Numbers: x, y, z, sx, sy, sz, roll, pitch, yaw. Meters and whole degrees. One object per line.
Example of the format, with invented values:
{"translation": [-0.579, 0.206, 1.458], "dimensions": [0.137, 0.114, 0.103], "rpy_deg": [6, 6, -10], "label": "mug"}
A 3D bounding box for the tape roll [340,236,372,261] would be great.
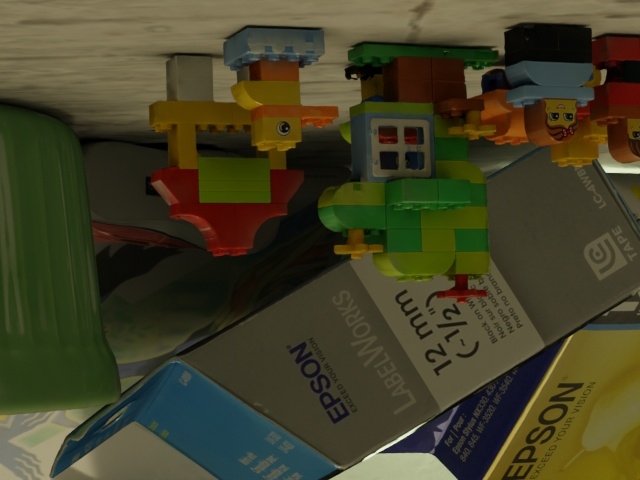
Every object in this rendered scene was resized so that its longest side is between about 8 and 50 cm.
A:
{"translation": [0.000, 0.000, 1.396], "dimensions": [0.321, 0.077, 0.321], "rpy_deg": [-3, 177, 0], "label": "tape roll"}

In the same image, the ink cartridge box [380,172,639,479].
{"translation": [0.225, 0.080, 1.348], "dimensions": [0.307, 0.303, 0.072], "rpy_deg": [-2, -139, -34], "label": "ink cartridge box"}

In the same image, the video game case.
{"translation": [-0.150, 0.087, 1.163], "dimensions": [0.300, 0.329, 0.036], "rpy_deg": [-1, -143, -25], "label": "video game case"}

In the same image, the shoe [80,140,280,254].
{"translation": [-0.109, -0.026, 1.026], "dimensions": [0.081, 0.063, 0.178], "rpy_deg": [-3, 172, 41], "label": "shoe"}

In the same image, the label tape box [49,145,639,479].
{"translation": [0.011, 0.086, 1.042], "dimensions": [0.348, 0.115, 0.249], "rpy_deg": [-31, 174, -17], "label": "label tape box"}

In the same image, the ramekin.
{"translation": [-0.256, 0.015, 0.849], "dimensions": [0.304, 0.148, 0.303], "rpy_deg": [-2, 177, 0], "label": "ramekin"}

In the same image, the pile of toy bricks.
{"translation": [0.045, -0.026, 0.680], "dimensions": [0.212, 0.105, 0.118], "rpy_deg": [-1, 176, -21], "label": "pile of toy bricks"}
